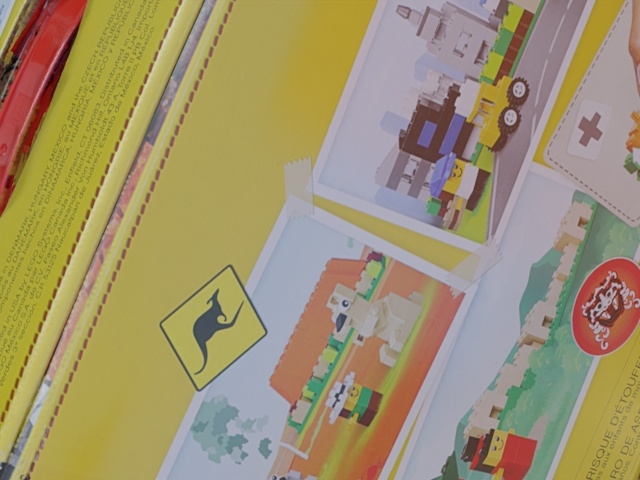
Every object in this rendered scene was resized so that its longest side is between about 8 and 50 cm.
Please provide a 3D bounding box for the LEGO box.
[{"bbox_3d":[0.000,0.000,0.888,0.372,0.193,0.500,23,91,-40],"label":"LEGO box"}]
